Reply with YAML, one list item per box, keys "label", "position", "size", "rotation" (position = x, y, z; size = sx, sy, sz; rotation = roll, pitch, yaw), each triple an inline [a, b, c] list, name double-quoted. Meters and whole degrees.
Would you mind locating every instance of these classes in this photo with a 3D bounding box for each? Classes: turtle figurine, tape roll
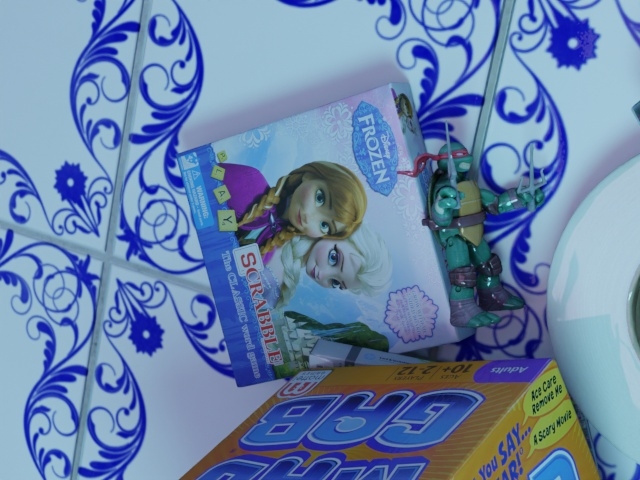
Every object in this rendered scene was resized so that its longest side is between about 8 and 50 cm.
- label: "turtle figurine"
  position: [0.174, -0.027, 1.270]
  size: [0.118, 0.175, 0.234]
  rotation: [4, 106, 52]
- label: "tape roll"
  position: [0.437, 0.076, 1.190]
  size: [0.392, 0.072, 0.392]
  rotation: [3, 96, 26]

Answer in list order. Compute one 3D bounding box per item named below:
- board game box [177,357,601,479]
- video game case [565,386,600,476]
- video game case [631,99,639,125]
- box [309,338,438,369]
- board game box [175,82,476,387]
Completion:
- label: "board game box"
  position: [0.071, 0.367, 1.149]
  size: [0.356, 0.356, 0.356]
  rotation: [-9, 110, 43]
- label: "video game case"
  position: [0.274, 0.224, 1.319]
  size: [0.087, 0.011, 0.122]
  rotation: [-13, 90, 27]
- label: "video game case"
  position: [0.387, -0.078, 1.079]
  size: [0.022, 0.173, 0.190]
  rotation: [-25, 82, -14]
- label: "box"
  position: [0.078, 0.202, 1.355]
  size: [0.186, 0.038, 0.145]
  rotation: [10, 122, 16]
- label: "board game box"
  position: [0.000, 0.000, 1.398]
  size: [0.318, 0.066, 0.318]
  rotation: [-16, 89, 27]
